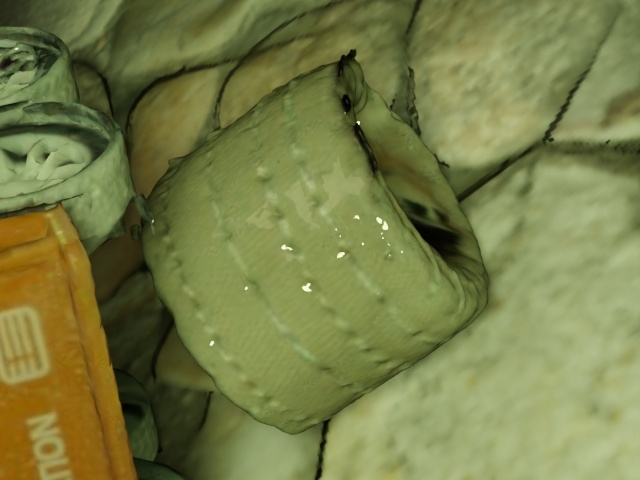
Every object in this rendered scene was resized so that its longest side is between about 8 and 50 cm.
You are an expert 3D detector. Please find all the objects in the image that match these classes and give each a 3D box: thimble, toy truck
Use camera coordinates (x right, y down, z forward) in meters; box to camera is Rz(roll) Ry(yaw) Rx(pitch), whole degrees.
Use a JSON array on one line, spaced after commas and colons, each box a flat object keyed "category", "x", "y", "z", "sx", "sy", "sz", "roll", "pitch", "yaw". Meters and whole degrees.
[{"category": "thimble", "x": 0.000, "y": 0.000, "z": 0.608, "sx": 0.090, "sy": 0.102, "sz": 0.115, "roll": -35, "pitch": 49, "yaw": 17}, {"category": "toy truck", "x": -0.185, "y": 0.009, "z": 0.634, "sx": 0.207, "sy": 0.173, "sz": 0.387, "roll": -16, "pitch": 30, "yaw": -14}]
